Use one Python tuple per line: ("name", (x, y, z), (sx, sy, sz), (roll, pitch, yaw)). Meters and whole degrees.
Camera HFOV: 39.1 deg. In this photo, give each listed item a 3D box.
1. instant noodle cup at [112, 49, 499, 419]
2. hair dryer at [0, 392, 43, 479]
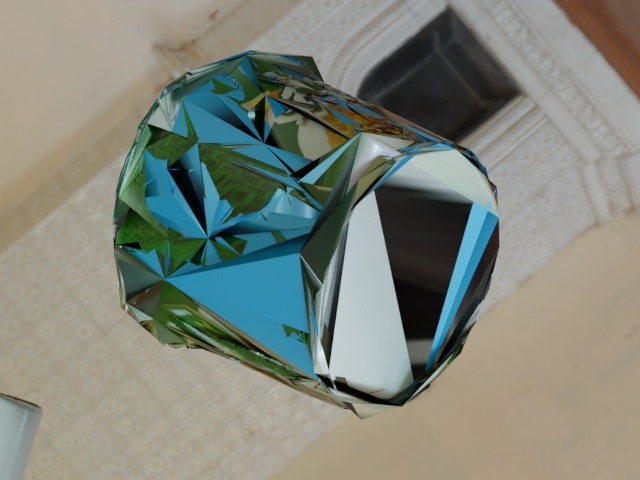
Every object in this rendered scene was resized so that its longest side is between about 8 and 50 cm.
("instant noodle cup", (0.000, 0.000, 0.614), (0.178, 0.240, 0.240), (23, 160, 40))
("hair dryer", (-0.359, 0.155, 0.623), (0.107, 0.173, 0.357), (-2, 156, 31))
